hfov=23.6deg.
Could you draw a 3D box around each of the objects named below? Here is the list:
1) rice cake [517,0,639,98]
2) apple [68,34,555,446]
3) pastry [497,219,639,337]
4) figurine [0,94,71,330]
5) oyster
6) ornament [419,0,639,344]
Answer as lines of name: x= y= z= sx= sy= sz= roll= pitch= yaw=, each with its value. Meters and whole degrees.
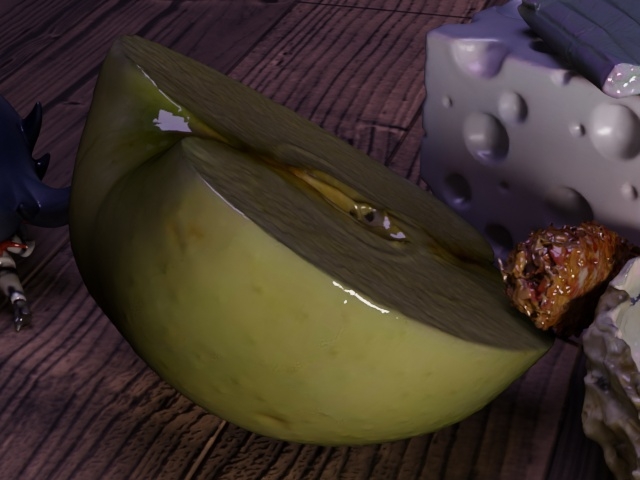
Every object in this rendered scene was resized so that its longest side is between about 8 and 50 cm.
rice cake: x=0.267 y=-0.166 z=1.222 sx=0.189 sy=0.037 sz=0.198 roll=-9 pitch=29 yaw=-17
apple: x=0.000 y=0.000 z=1.139 sx=0.360 sy=0.320 sz=0.312 roll=27 pitch=-28 yaw=-33
pastry: x=0.188 y=0.024 z=1.156 sx=0.063 sy=0.087 sz=0.169 roll=29 pitch=10 yaw=28
figurine: x=-0.323 y=-0.043 z=1.380 sx=0.175 sy=0.197 sz=0.265 roll=10 pitch=12 yaw=-40
oyster: x=0.257 y=0.132 z=1.087 sx=0.201 sy=0.107 sz=0.354 roll=46 pitch=27 yaw=-9
ornament: x=0.252 y=-0.074 z=1.346 sx=0.240 sy=0.239 sz=0.239 roll=24 pitch=35 yaw=38
